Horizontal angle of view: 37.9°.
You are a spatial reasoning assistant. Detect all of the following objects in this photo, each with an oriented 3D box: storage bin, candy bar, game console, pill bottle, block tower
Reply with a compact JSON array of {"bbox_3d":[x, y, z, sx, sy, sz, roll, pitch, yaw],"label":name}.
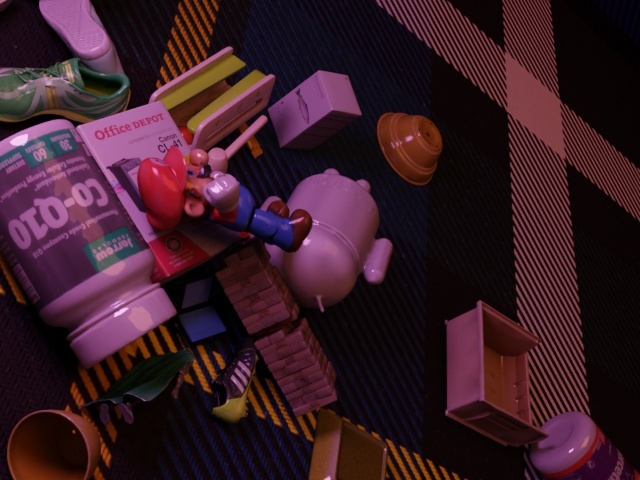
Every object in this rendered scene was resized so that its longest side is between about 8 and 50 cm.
[{"bbox_3d":[0.423,0.327,2.228,0.260,0.123,0.262,31,46,-30],"label":"storage bin"},{"bbox_3d":[-0.178,-0.252,2.036,0.161,0.018,0.040,56,35,-4],"label":"candy bar"},{"bbox_3d":[-0.213,0.122,1.713,0.071,0.107,0.122,28,26,30],"label":"game console"},{"bbox_3d":[0.671,0.582,2.283,0.323,0.181,0.181,47,40,-14],"label":"pill bottle"},{"bbox_3d":[-0.393,0.008,1.487,0.361,0.204,0.204,58,39,-1],"label":"pill bottle"},{"bbox_3d":[-0.080,0.161,1.762,0.335,0.091,0.097,62,13,-10],"label":"block tower"}]

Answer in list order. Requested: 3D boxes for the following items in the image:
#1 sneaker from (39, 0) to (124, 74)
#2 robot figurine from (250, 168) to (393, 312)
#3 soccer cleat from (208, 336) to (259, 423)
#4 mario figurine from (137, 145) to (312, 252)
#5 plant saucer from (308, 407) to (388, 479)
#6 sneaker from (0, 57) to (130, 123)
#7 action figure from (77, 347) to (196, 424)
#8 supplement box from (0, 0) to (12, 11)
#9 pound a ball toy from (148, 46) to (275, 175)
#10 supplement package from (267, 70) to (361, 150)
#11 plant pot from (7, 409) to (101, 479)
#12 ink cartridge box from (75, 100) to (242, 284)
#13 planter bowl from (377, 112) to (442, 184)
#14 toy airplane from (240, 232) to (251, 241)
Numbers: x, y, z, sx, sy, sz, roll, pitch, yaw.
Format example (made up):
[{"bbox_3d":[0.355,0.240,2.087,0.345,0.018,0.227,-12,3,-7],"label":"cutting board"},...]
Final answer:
[{"bbox_3d":[-0.455,-0.381,1.787,0.256,0.094,0.151,56,-12,34],"label":"sneaker"},{"bbox_3d":[0.000,0.000,1.920,0.300,0.199,0.353,17,43,7],"label":"robot figurine"},{"bbox_3d":[-0.159,0.248,1.706,0.072,0.060,0.179,24,49,-19],"label":"soccer cleat"},{"bbox_3d":[-0.162,-0.087,1.601,0.320,0.198,0.170,18,57,-37],"label":"mario figurine"},{"bbox_3d":[0.068,0.442,1.832,0.188,0.045,0.188,35,45,-28],"label":"plant saucer"},{"bbox_3d":[-0.472,-0.275,1.635,0.296,0.123,0.109,-3,58,-37],"label":"sneaker"},{"bbox_3d":[-0.277,0.234,1.558,0.232,0.137,0.063,-36,117,-60],"label":"action figure"},{"bbox_3d":[-0.603,-0.449,1.673,0.083,0.056,0.083,49,40,-13],"label":"supplement box"},{"bbox_3d":[-0.205,-0.235,1.877,0.208,0.135,0.319,34,44,9],"label":"pound a ball toy"},{"bbox_3d":[-0.014,-0.290,2.107,0.105,0.179,0.105,0,66,-47],"label":"supplement package"},{"bbox_3d":[-0.379,0.310,1.385,0.134,0.134,0.095,64,14,6],"label":"plant pot"},{"bbox_3d":[-0.315,-0.075,1.686,0.226,0.131,0.306,-31,92,-51],"label":"ink cartridge box"},{"bbox_3d":[0.255,-0.261,2.451,0.217,0.090,0.217,26,49,-34],"label":"planter bowl"},{"bbox_3d":[-0.177,-0.040,1.851,0.151,0.028,0.151,13,41,-11],"label":"toy airplane"}]
